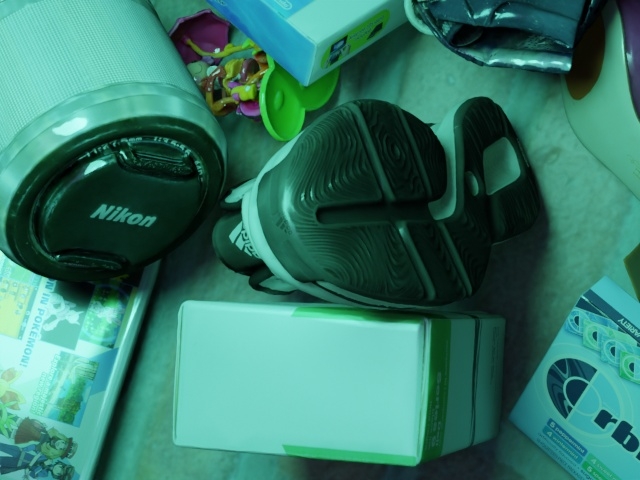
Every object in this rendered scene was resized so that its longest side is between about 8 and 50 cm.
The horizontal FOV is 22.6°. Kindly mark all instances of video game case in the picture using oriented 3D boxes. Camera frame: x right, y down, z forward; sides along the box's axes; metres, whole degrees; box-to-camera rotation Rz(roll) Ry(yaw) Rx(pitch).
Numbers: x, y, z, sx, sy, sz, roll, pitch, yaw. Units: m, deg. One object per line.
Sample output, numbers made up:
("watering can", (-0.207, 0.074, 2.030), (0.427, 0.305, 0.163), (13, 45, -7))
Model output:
("video game case", (-0.018, -0.293, 1.474), (0.269, 0.061, 0.244), (42, 56, 18))
("video game case", (-0.323, 0.058, 1.561), (0.300, 0.036, 0.329), (17, 81, 1))

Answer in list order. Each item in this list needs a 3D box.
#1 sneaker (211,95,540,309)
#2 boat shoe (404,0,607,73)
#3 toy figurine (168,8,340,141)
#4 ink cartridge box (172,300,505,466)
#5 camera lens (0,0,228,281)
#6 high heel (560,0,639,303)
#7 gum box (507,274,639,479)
("sneaker", (0.001, 0.001, 1.325), (0.257, 0.447, 0.169), (-22, 88, 25))
("boat shoe", (0.089, -0.251, 1.359), (0.340, 0.127, 0.158), (15, 70, 12))
("toy figurine", (-0.085, -0.164, 1.531), (0.159, 0.130, 0.173), (-3, 56, 31))
("ink cartridge box", (0.028, 0.116, 1.373), (0.211, 0.289, 0.121), (2, 88, 19))
("camera lens", (-0.223, -0.117, 1.448), (0.219, 0.219, 0.274), (-38, 54, 12))
("high heel", (0.329, -0.098, 1.416), (0.181, 0.127, 0.377), (-4, 71, -19))
("gum box", (0.257, 0.143, 1.363), (0.157, 0.041, 0.184), (41, 141, 18))
